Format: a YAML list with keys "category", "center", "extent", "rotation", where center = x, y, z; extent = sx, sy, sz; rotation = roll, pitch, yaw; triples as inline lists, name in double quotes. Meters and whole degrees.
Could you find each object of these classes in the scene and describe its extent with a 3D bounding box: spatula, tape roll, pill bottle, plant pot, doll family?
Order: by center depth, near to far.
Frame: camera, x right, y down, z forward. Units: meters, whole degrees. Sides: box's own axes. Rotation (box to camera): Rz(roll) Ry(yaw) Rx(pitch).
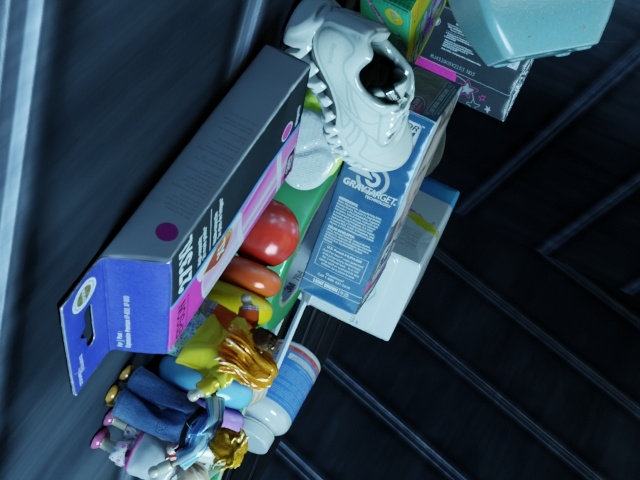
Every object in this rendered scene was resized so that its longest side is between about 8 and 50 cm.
- category: "doll family"
  center: [-0.140, 0.170, 1.039]
  extent: [0.263, 0.163, 0.118]
  rotation: [-63, 171, -11]
- category: "tape roll"
  center: [-0.039, -0.023, 1.420]
  extent: [0.321, 0.077, 0.321]
  rotation: [-62, 171, -17]
- category: "plant pot"
  center: [0.325, -0.407, 1.458]
  extent: [0.248, 0.247, 0.252]
  rotation: [-112, -169, -83]
- category: "spatula"
  center: [-0.054, 0.102, 1.666]
  extent: [0.242, 0.019, 0.168]
  rotation: [-67, -152, 21]
- category: "pill bottle"
  center: [-0.099, 0.324, 1.950]
  extent: [0.221, 0.124, 0.124]
  rotation: [-59, 171, -35]

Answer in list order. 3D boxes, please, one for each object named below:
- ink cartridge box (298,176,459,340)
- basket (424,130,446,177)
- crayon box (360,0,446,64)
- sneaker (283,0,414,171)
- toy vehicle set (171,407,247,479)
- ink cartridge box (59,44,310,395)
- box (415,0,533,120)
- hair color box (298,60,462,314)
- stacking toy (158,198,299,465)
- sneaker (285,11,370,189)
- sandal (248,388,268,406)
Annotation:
- category: "ink cartridge box"
  center: [0.110, 0.007, 1.774]
  extent: [0.270, 0.197, 0.198]
  rotation: [-55, 168, -51]
- category: "basket"
  center: [0.116, -0.187, 1.647]
  extent: [0.227, 0.154, 0.204]
  rotation: [-30, 111, -65]
- category: "crayon box"
  center: [0.131, -0.366, 1.424]
  extent: [0.165, 0.081, 0.278]
  rotation: [-63, 172, -10]
- category: "sneaker"
  center: [0.060, -0.165, 1.110]
  extent: [0.110, 0.118, 0.292]
  rotation: [-60, 147, -15]
- category: "toy vehicle set"
  center: [-0.211, 0.379, 1.580]
  extent: [0.166, 0.035, 0.267]
  rotation: [-32, 149, -51]
- category: "ink cartridge box"
  center: [-0.125, -0.017, 0.942]
  extent: [0.371, 0.069, 0.176]
  rotation: [-56, 169, -34]
- category: "box"
  center: [0.272, -0.361, 1.749]
  extent: [0.142, 0.247, 0.163]
  rotation: [-56, 169, -55]
- category: "hair color box"
  center: [0.088, -0.077, 1.417]
  extent: [0.174, 0.105, 0.347]
  rotation: [-53, 166, -56]
- category: "stacking toy"
  center: [-0.113, 0.103, 1.174]
  extent: [0.141, 0.141, 0.330]
  rotation: [61, 51, -80]
- category: "sneaker"
  center: [0.021, -0.183, 1.252]
  extent: [0.240, 0.091, 0.126]
  rotation: [-67, 172, 15]
- category: "sandal"
  center: [-0.123, 0.246, 1.712]
  extent: [0.102, 0.076, 0.265]
  rotation: [-67, 171, 20]
